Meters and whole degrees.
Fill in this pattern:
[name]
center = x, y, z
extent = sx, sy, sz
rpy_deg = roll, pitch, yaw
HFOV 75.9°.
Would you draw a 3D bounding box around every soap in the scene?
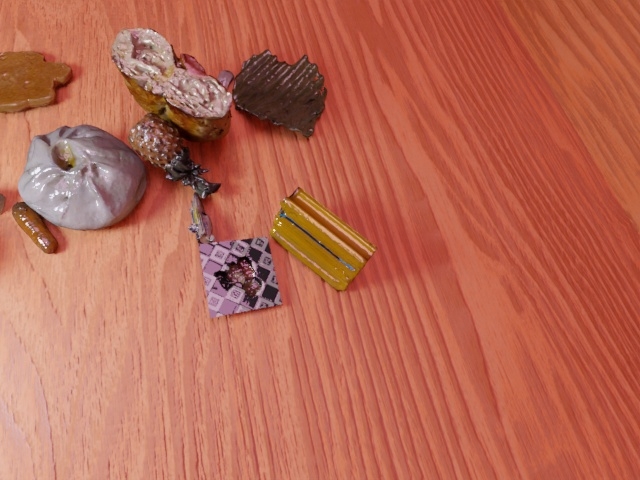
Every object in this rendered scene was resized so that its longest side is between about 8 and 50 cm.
[soap]
center = -0.001, 0.000, 1.302
extent = 0.324, 0.204, 0.096
rpy_deg = 39, 51, 5

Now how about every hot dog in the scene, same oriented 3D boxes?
[hot dog]
center = -0.445, -0.459, 1.319
extent = 0.367, 0.365, 0.196
rpy_deg = 34, 76, -7

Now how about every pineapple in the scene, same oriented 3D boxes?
[pineapple]
center = -0.459, -0.258, 1.323
extent = 0.310, 0.170, 0.141
rpy_deg = 44, 78, -17

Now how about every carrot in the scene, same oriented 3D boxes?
[carrot]
center = -0.833, -0.034, 1.198
extent = 0.060, 0.060, 0.186
rpy_deg = -36, 82, -26

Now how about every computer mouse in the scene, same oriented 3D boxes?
[computer mouse]
center = -0.377, -0.633, 1.610
extent = 0.056, 0.032, 0.110
rpy_deg = 18, 62, -4

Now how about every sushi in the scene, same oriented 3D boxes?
[sushi]
center = -0.251, 0.113, 1.273
extent = 0.219, 0.047, 0.231
rpy_deg = -7, 71, -22

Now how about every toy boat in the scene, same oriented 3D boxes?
[toy boat]
center = -0.387, -0.076, 1.319
extent = 0.066, 0.084, 0.210
rpy_deg = -21, 61, 2

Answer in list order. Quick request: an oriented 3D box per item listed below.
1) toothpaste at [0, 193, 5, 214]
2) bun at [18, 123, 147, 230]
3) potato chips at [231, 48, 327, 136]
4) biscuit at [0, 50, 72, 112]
[toothpaste]
center = -1.093, -0.124, 1.160
extent = 0.313, 0.089, 0.071
rpy_deg = 2, 69, -13
[bun]
center = -0.704, -0.201, 1.230
extent = 0.354, 0.194, 0.354
rpy_deg = 5, 65, -10
[potato chips]
center = -0.158, -0.579, 1.602
extent = 0.373, 0.097, 0.389
rpy_deg = 14, 61, -5
[biscuit]
center = -1.045, -0.540, 1.392
extent = 0.376, 0.051, 0.269
rpy_deg = -22, 69, -23
